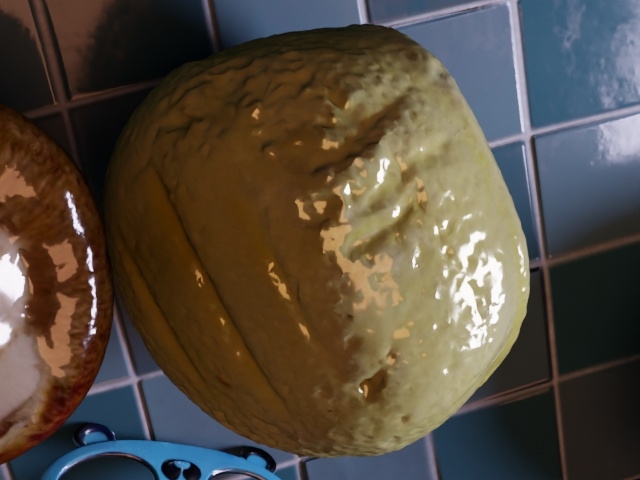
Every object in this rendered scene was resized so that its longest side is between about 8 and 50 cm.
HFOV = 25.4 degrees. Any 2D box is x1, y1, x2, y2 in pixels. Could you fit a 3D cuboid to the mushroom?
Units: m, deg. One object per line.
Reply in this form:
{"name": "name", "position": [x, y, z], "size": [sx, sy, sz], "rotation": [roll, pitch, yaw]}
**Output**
{"name": "mushroom", "position": [-0.262, 0.056, 0.932], "size": [0.267, 0.254, 0.267], "rotation": [-4, 141, -4]}

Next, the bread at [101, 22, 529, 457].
{"name": "bread", "position": [-0.009, 0.006, 1.040], "size": [0.237, 0.320, 0.320], "rotation": [-32, 119, -28]}

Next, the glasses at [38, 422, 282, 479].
{"name": "glasses", "position": [-0.138, 0.279, 1.223], "size": [0.239, 0.102, 0.206], "rotation": [9, 108, -19]}
